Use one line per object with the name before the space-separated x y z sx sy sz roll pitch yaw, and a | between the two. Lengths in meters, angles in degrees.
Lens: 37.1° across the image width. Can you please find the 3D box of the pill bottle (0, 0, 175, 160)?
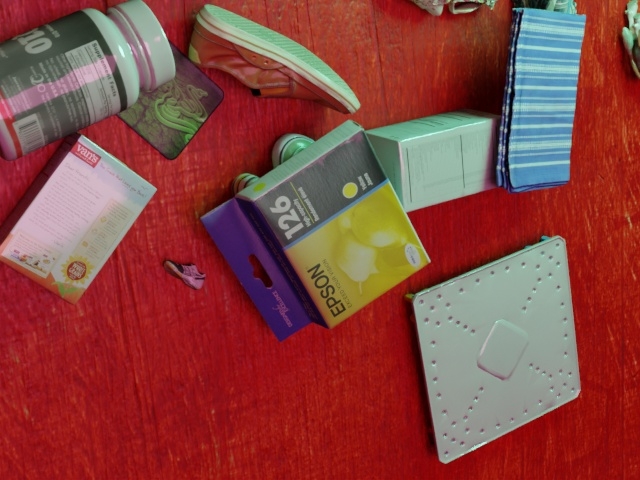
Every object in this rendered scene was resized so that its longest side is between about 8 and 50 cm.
pill bottle | -0.373 -0.246 1.416 0.283 0.161 0.161 -29 115 -20

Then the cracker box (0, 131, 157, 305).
cracker box | -0.393 -0.036 1.512 0.155 0.067 0.232 38 84 -31

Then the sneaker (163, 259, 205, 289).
sneaker | -0.234 0.052 1.647 0.083 0.032 0.037 40 68 -35

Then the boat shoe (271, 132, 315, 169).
boat shoe | 0.025 -0.070 1.719 0.109 0.094 0.302 -45 119 -12

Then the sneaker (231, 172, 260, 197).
sneaker | -0.091 -0.031 1.670 0.069 0.084 0.185 -39 117 -15

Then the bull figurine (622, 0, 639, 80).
bull figurine | 0.765 -0.474 2.027 0.310 0.101 0.188 -46 115 -14

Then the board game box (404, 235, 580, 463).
board game box | 0.370 0.223 2.009 0.390 0.050 0.390 -20 112 -24

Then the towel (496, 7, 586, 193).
towel | 0.422 -0.260 1.792 0.243 0.040 0.336 -8 106 -45

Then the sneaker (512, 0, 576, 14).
sneaker | 0.447 -0.454 1.868 0.122 0.110 0.283 -12 115 -39

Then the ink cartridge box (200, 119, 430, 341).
ink cartridge box | 0.000 0.000 1.640 0.307 0.072 0.304 -35 121 -8

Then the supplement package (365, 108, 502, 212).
supplement package | 0.216 -0.153 1.780 0.244 0.134 0.139 -15 110 -26

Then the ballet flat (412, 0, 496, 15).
ballet flat | 0.239 -0.452 1.754 0.241 0.091 0.077 -8 131 -23

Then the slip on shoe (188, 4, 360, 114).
slip on shoe | -0.076 -0.285 1.610 0.331 0.123 0.101 20 115 -31

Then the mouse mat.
mouse mat | -0.265 -0.243 1.567 0.189 0.007 0.153 41 81 -31
